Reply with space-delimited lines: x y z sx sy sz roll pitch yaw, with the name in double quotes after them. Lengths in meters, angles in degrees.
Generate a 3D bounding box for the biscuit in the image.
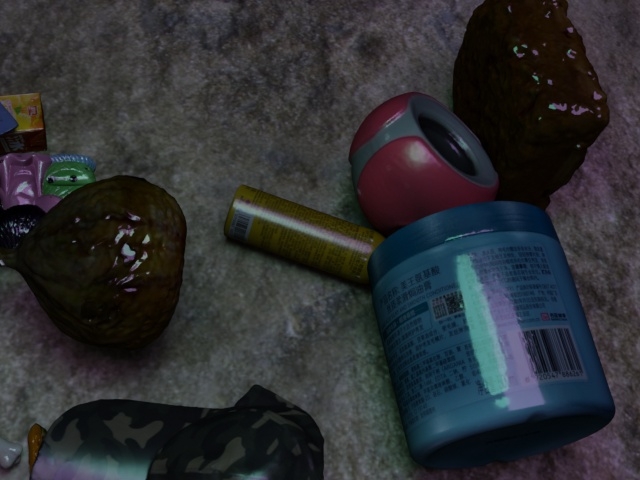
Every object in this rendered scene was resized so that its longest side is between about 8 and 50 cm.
0.397 -0.286 1.562 0.166 0.343 0.395 -3 58 -10 "biscuit"

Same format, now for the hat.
-0.215 0.351 1.149 0.381 0.257 0.366 20 54 -22 "hat"

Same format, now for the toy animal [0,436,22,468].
-0.580 0.252 1.148 0.140 0.282 0.138 -35 41 1 "toy animal"

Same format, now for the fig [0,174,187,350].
-0.397 0.040 1.219 0.368 0.286 0.286 -1 60 -20 "fig"

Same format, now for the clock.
-0.490 -0.057 1.385 0.193 0.100 0.196 -1 61 -14 "clock"

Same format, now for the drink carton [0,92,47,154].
-0.635 -0.213 1.463 0.222 0.071 0.096 -9 62 -17 "drink carton"

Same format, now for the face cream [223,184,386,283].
0.000 0.000 1.445 0.348 0.105 0.105 19 58 1 "face cream"

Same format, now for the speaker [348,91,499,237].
0.191 -0.139 1.472 0.294 0.294 0.294 5 59 -8 "speaker"

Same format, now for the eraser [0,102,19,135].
-0.645 -0.256 1.423 0.082 0.036 0.225 -36 73 -27 "eraser"

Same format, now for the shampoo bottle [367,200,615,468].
0.268 0.164 1.271 0.331 0.331 0.343 -4 61 -14 "shampoo bottle"

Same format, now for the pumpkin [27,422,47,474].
-0.431 0.326 1.204 0.028 0.050 0.083 17 64 -42 "pumpkin"
